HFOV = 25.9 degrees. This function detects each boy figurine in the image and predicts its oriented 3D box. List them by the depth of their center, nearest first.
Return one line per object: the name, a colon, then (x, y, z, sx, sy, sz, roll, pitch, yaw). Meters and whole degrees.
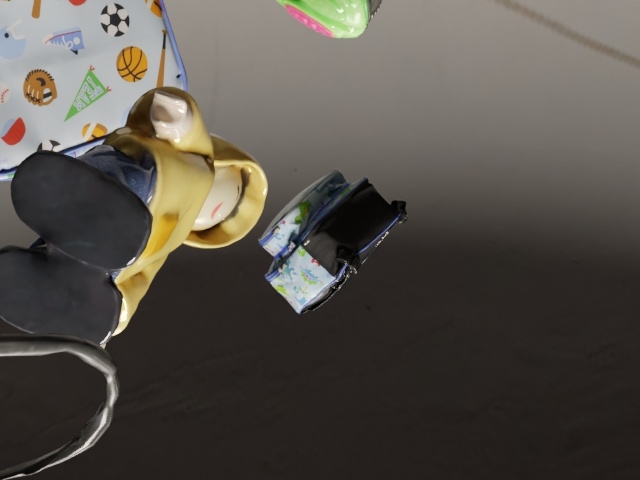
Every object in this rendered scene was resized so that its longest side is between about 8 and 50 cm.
boy figurine: (-0.110, -0.011, 0.862, 0.092, 0.285, 0.177, 24, 103, 9)

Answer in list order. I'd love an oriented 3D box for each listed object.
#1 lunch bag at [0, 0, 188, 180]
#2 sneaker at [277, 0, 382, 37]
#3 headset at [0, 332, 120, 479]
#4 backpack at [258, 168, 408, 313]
lunch bag: (-0.298, -0.189, 1.485, 0.303, 0.115, 0.243, -24, 105, -34)
sneaker: (-0.028, -0.433, 1.353, 0.202, 0.185, 0.482, -20, 91, -21)
headset: (-0.148, -0.070, 0.228, 0.185, 0.243, 0.394, -7, 123, 23)
backpack: (0.000, 0.000, 1.192, 0.084, 0.114, 0.105, 44, 53, 2)
